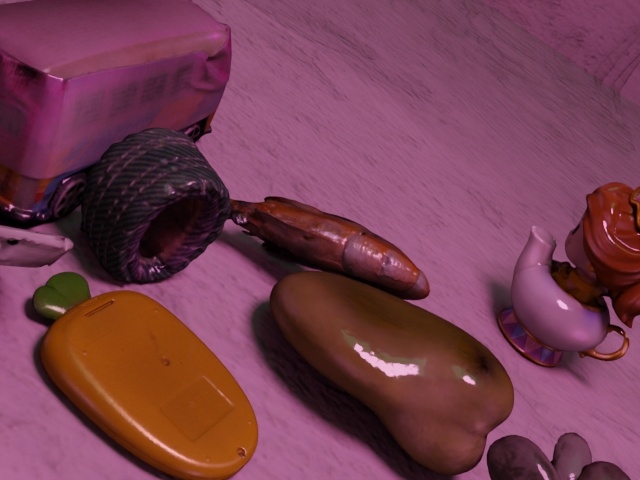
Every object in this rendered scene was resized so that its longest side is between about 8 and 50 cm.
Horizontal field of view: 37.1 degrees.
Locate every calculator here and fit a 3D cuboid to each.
[{"bbox_3d":[-0.149,0.109,0.803,0.235,0.032,0.146,42,30,8],"label":"calculator"}]

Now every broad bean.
[{"bbox_3d":[0.070,0.108,0.942,0.263,0.121,0.189,38,20,8],"label":"broad bean"}]

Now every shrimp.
[{"bbox_3d":[0.003,0.004,1.047,0.254,0.059,0.145,20,-8,9],"label":"shrimp"}]

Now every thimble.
[{"bbox_3d":[-0.156,-0.033,0.895,0.118,0.135,0.090,-7,50,-45],"label":"thimble"}]

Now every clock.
[{"bbox_3d":[-0.304,0.001,0.696,0.236,0.053,0.236,11,-2,0],"label":"clock"}]

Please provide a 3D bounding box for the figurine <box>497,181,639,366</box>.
[{"bbox_3d":[0.341,0.037,1.174,0.189,0.263,0.142,44,30,10],"label":"figurine"}]

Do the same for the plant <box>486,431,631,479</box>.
[{"bbox_3d":[0.233,0.294,0.824,0.146,0.149,0.274,36,28,-33],"label":"plant"}]

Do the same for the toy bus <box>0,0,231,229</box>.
[{"bbox_3d":[-0.225,-0.161,0.985,0.171,0.162,0.386,38,29,7],"label":"toy bus"}]
